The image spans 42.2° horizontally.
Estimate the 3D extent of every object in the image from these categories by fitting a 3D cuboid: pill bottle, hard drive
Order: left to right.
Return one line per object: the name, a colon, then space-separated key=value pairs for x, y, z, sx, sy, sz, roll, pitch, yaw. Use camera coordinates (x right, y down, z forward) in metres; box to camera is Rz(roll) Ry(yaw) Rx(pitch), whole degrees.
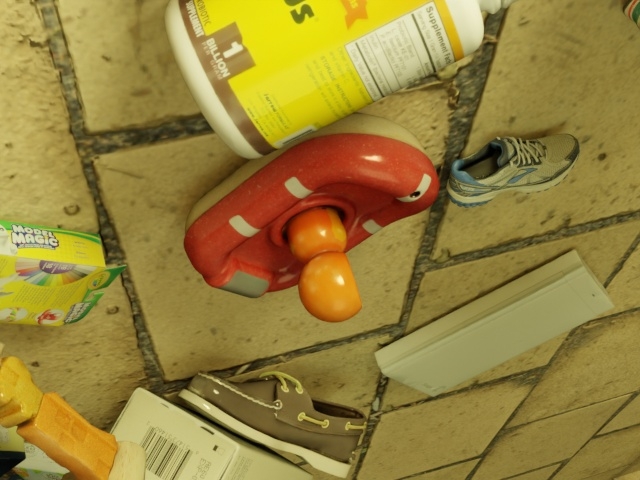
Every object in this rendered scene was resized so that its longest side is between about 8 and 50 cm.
pill bottle: x=0.020 y=-0.145 z=0.519 sx=0.215 sy=0.117 sz=0.117 roll=-25 pitch=150 yaw=9
hard drive: x=0.253 y=0.128 z=1.187 sx=0.308 sy=0.040 sz=0.203 roll=-31 pitch=149 yaw=17

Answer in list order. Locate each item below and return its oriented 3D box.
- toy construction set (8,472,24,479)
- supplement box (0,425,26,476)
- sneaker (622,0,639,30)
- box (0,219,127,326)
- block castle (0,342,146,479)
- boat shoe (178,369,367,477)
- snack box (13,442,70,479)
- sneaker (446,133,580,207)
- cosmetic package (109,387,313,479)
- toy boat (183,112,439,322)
toy construction set: x=-0.445 y=0.435 z=1.085 sx=0.258 sy=0.237 sz=0.309 roll=-5 pitch=147 yaw=-24
supplement box: x=-0.379 y=0.219 z=0.920 sx=0.083 sy=0.083 sz=0.056 roll=-36 pitch=146 yaw=26
sneaker: x=0.327 y=-0.169 z=0.703 sx=0.161 sy=0.075 sz=0.057 roll=6 pitch=142 yaw=-36
box: x=-0.269 y=0.028 z=0.713 sx=0.179 sy=0.043 sz=0.105 roll=12 pitch=137 yaw=-39
block castle: x=-0.412 y=0.297 z=0.781 sx=0.453 sy=0.212 sz=0.303 roll=-24 pitch=127 yaw=18
boat shoe: x=-0.053 y=0.230 z=1.118 sx=0.324 sy=0.117 sz=0.096 roll=35 pitch=80 yaw=-41
snack box: x=-0.313 y=0.303 z=1.060 sx=0.141 sy=0.037 sz=0.100 roll=-1 pitch=137 yaw=25
sneaker: x=0.187 y=-0.075 z=0.803 sx=0.135 sy=0.052 sz=0.058 roll=-21 pitch=146 yaw=2
cosmetic package: x=-0.138 y=0.300 z=1.077 sx=0.113 sy=0.160 sz=0.309 roll=-61 pitch=155 yaw=-13
toy boat: x=0.000 y=0.000 z=0.713 sx=0.231 sy=0.151 sz=0.151 roll=-35 pitch=147 yaw=25
